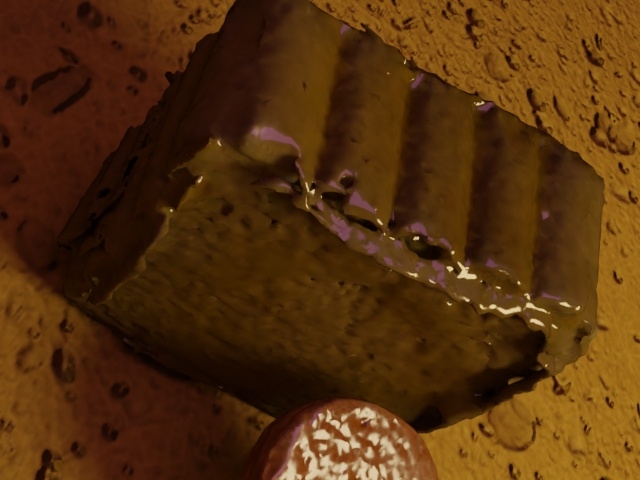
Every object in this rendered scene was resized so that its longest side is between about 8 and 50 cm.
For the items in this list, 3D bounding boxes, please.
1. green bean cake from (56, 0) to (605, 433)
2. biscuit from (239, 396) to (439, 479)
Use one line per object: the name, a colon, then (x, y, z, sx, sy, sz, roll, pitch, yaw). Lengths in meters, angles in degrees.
green bean cake: (0.000, 0.000, 0.495, 0.230, 0.224, 0.131, 28, 57, -19)
biscuit: (0.043, 0.229, 0.500, 0.205, 0.049, 0.323, -33, 107, -32)
